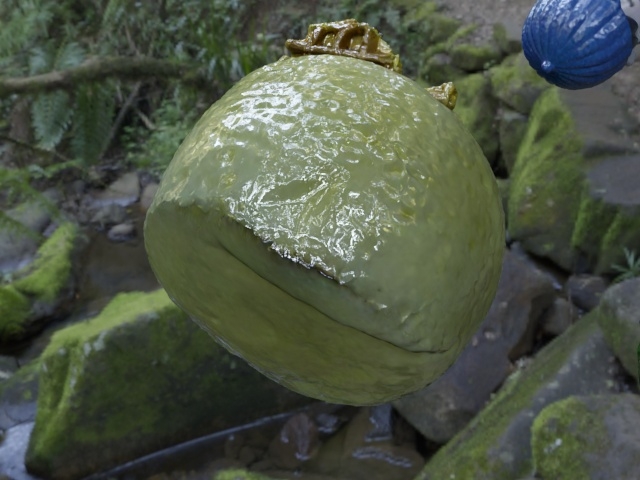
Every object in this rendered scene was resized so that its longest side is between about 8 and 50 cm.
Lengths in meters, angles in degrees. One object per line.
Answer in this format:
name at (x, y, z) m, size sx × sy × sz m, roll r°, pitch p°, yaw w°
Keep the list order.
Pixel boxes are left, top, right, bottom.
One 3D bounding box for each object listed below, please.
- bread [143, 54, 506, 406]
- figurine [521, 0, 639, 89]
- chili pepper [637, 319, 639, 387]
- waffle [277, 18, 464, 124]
bread at (0.007, -0.007, 0.726) m, size 0.321 × 0.320 × 0.237 m, roll 15°, pitch 48°, yaw 36°
figurine at (0.183, -0.143, 0.521) m, size 0.077 × 0.079 × 0.136 m, roll 45°, pitch 37°, yaw 22°
chili pepper at (0.428, 0.160, 0.997) m, size 0.061 × 0.098 × 0.224 m, roll 0°, pitch 54°, yaw 26°
waffle at (0.045, -0.163, 0.984) m, size 0.249 × 0.253 × 0.056 m, roll -22°, pitch -7°, yaw 24°
